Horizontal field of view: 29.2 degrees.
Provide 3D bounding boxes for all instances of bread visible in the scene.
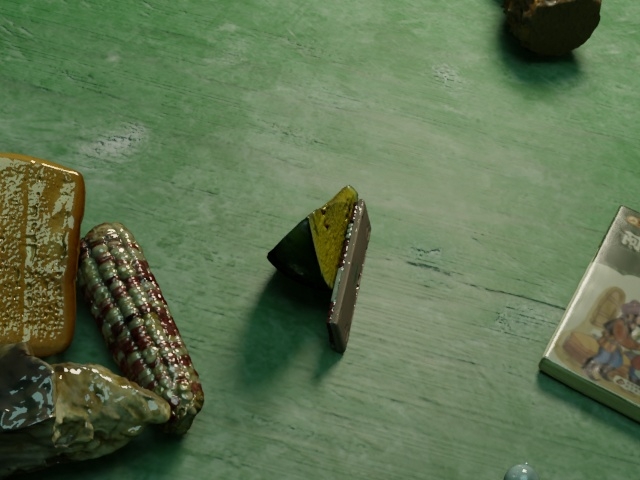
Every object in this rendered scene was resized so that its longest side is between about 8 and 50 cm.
[{"bbox_3d":[-0.297,0.016,1.196,0.116,0.077,0.200,9,73,-26],"label":"bread"}]

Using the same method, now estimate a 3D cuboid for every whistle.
[{"bbox_3d":[0.183,0.249,1.152,0.035,0.035,0.100,21,50,6],"label":"whistle"}]

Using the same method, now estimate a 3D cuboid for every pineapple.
[{"bbox_3d":[0.280,-0.357,1.640,0.128,0.128,0.248,-4,46,-15],"label":"pineapple"}]

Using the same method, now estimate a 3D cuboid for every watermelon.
[{"bbox_3d":[0.005,0.009,1.281,0.075,0.092,0.181,44,17,3],"label":"watermelon"}]

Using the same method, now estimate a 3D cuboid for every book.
[{"bbox_3d":[0.373,0.090,1.332,0.202,0.027,0.264,27,50,13],"label":"book"}]

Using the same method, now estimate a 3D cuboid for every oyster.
[{"bbox_3d":[-0.310,0.151,1.083,0.341,0.110,0.166,0,43,6],"label":"oyster"}]

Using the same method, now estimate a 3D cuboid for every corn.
[{"bbox_3d":[-0.176,0.085,1.197,0.079,0.079,0.237,-17,59,-24],"label":"corn"}]

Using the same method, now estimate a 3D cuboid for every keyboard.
[{"bbox_3d":[0.030,0.036,1.287,0.017,0.055,0.166,1,52,16],"label":"keyboard"}]
